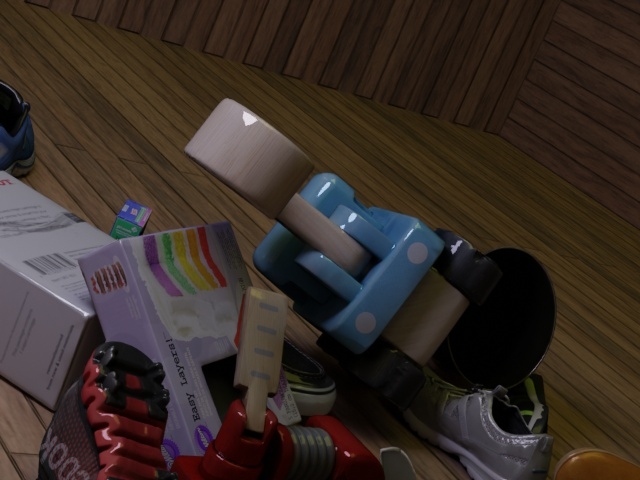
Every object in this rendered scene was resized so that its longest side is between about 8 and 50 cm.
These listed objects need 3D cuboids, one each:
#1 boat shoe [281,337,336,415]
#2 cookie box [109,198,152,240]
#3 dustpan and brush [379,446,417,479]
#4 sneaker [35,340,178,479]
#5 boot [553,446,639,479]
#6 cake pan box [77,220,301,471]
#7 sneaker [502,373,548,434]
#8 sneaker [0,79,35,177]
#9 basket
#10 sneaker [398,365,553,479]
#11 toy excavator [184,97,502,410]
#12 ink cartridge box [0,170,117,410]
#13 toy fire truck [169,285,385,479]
[{"bbox_3d":[-0.121,0.105,1.809,0.335,0.119,0.121,27,16,12],"label":"boat shoe"},{"bbox_3d":[-0.268,0.009,1.938,0.040,0.107,0.092,22,16,-4],"label":"cookie box"},{"bbox_3d":[0.099,0.303,1.543,0.060,0.147,0.211,-7,-15,0],"label":"dustpan and brush"},{"bbox_3d":[-0.200,0.231,1.342,0.098,0.135,0.276,27,34,-35],"label":"sneaker"},{"bbox_3d":[0.380,0.369,1.575,0.295,0.104,0.211,43,15,-16],"label":"boot"},{"bbox_3d":[-0.138,0.119,1.591,0.246,0.070,0.267,-10,79,-62],"label":"cake pan box"},{"bbox_3d":[0.265,0.252,2.006,0.097,0.084,0.234,0,14,5],"label":"sneaker"},{"bbox_3d":[-0.479,-0.173,2.160,0.130,0.147,0.330,20,15,-11],"label":"sneaker"},{"bbox_3d":[0.231,0.118,2.098,0.154,0.204,0.227,17,-8,-8],"label":"basket"},{"bbox_3d":[0.207,0.229,1.877,0.105,0.115,0.281,8,22,-44],"label":"sneaker"},{"bbox_3d":[0.000,0.000,1.790,0.445,0.222,0.433,37,-4,-13],"label":"toy excavator"},{"bbox_3d":[-0.341,0.048,1.667,0.307,0.129,0.223,30,18,19],"label":"ink cartridge box"},{"bbox_3d":[-0.036,0.193,1.412,0.217,0.246,0.158,10,21,-39],"label":"toy fire truck"}]
